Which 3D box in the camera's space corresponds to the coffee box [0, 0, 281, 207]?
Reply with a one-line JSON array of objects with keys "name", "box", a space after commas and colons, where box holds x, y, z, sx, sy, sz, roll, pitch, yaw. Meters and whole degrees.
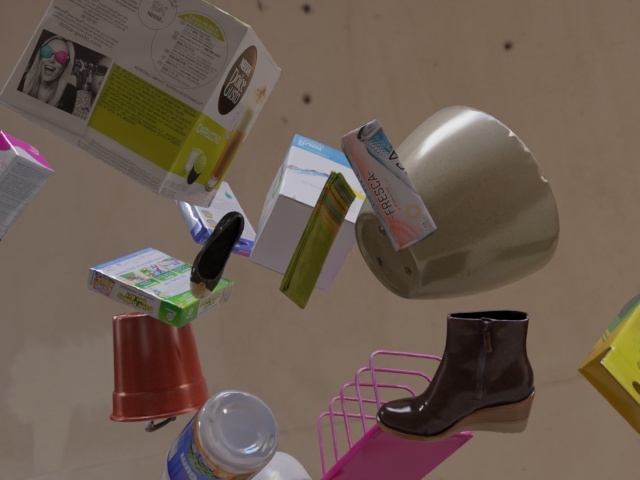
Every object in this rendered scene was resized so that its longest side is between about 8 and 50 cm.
[{"name": "coffee box", "box": [-0.316, -0.296, 1.510, 0.338, 0.335, 0.337, 29, 2, 6]}]

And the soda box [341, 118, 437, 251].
[{"name": "soda box", "box": [0.097, -0.077, 1.147, 0.062, 0.183, 0.058, -28, -6, -3]}]

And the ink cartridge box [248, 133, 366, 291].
[{"name": "ink cartridge box", "box": [-0.020, -0.065, 1.790, 0.197, 0.270, 0.198, 22, -56, -9]}]

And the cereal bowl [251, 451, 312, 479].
[{"name": "cereal bowl", "box": [-0.191, 0.600, 1.854, 0.338, 0.141, 0.339, -29, -25, -15]}]

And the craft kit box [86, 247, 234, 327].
[{"name": "craft kit box", "box": [-0.363, 0.102, 1.839, 0.246, 0.061, 0.250, 18, 17, 17]}]

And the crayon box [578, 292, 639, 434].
[{"name": "crayon box", "box": [0.543, 0.215, 1.279, 0.318, 0.202, 0.081, -29, -17, -48]}]

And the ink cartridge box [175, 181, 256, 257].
[{"name": "ink cartridge box", "box": [-0.272, -0.061, 2.059, 0.185, 0.311, 0.065, 17, -62, -44]}]

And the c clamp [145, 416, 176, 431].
[{"name": "c clamp", "box": [-0.433, 0.475, 2.244, 0.137, 0.022, 0.161, -21, 23, 8]}]

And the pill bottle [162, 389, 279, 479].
[{"name": "pill bottle", "box": [-0.195, 0.396, 1.452, 0.152, 0.152, 0.272, -5, -33, -35]}]

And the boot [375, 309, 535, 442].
[{"name": "boot", "box": [0.200, 0.201, 1.219, 0.248, 0.207, 0.090, -4, 23, 10]}]

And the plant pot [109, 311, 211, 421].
[{"name": "plant pot", "box": [-0.436, 0.318, 2.115, 0.272, 0.265, 0.272, -7, -1, 0]}]

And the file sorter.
[{"name": "file sorter", "box": [0.136, 0.378, 1.647, 0.202, 0.182, 0.291, 10, -41, -22]}]

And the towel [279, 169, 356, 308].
[{"name": "towel", "box": [0.000, 0.000, 1.413, 0.021, 0.237, 0.102, 15, -17, 31]}]

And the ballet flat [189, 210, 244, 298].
[{"name": "ballet flat", "box": [-0.189, 0.024, 1.428, 0.057, 0.173, 0.049, 25, -6, -10]}]

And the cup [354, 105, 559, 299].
[{"name": "cup", "box": [0.201, -0.029, 1.362, 0.236, 0.331, 0.331, -32, 0, -23]}]

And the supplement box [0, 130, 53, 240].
[{"name": "supplement box", "box": [-0.741, -0.123, 1.839, 0.220, 0.111, 0.114, -50, -34, 8]}]
